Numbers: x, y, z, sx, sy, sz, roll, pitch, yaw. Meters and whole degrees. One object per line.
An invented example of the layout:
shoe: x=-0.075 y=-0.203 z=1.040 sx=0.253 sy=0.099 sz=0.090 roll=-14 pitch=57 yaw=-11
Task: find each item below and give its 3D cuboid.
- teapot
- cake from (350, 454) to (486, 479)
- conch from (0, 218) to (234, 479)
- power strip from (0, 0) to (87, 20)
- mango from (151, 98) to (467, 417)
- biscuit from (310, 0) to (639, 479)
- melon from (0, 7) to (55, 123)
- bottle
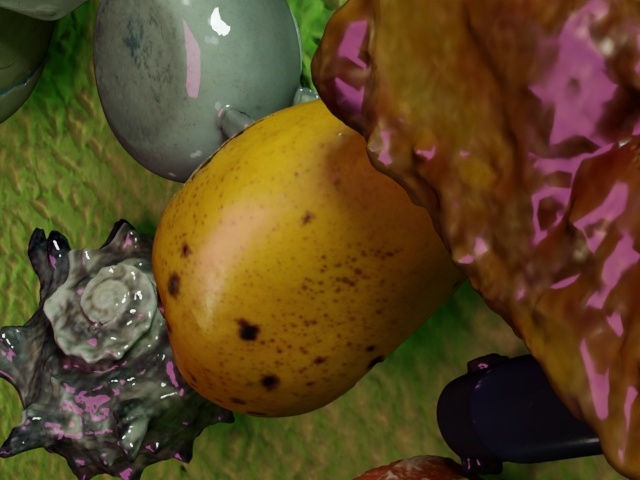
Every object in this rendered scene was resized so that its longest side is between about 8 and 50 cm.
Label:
teapot: x=-0.090 y=-0.141 z=1.289 sx=0.294 sy=0.129 sz=0.193 roll=40 pitch=129 yaw=39
cake: x=0.069 y=0.297 z=1.134 sx=0.151 sy=0.177 sz=0.283 roll=25 pitch=117 yaw=49
conch: x=-0.178 y=0.080 z=1.435 sx=0.241 sy=0.186 sz=0.313 roll=-61 pitch=26 yaw=7
power strip: x=-0.149 y=-0.273 z=1.299 sx=0.385 sy=0.091 sz=0.062 roll=-24 pitch=62 yaw=42
mango: x=0.000 y=0.000 z=1.138 sx=0.290 sy=0.160 sz=0.191 roll=-36 pitch=108 yaw=26
biscuit: x=0.196 y=-0.094 z=0.843 sx=0.395 sy=0.166 sz=0.343 roll=55 pitch=133 yaw=33
melon: x=-0.383 y=-0.240 z=1.546 sx=0.268 sy=0.268 sz=0.330 roll=39 pitch=141 yaw=42
bottle: x=0.166 y=0.097 z=1.038 sx=0.244 sy=0.072 sz=0.082 roll=-22 pitch=69 yaw=54
